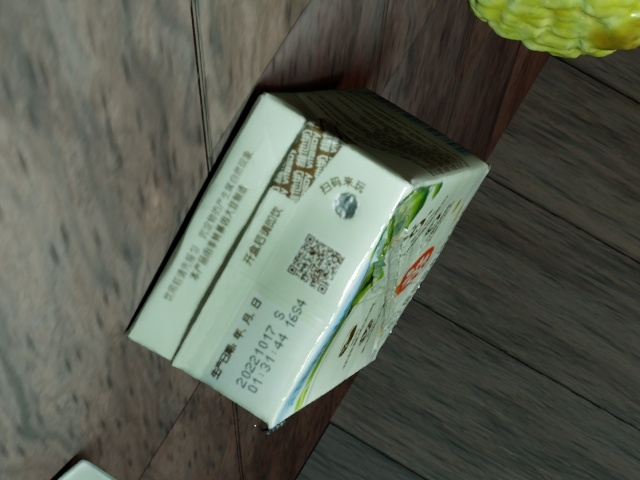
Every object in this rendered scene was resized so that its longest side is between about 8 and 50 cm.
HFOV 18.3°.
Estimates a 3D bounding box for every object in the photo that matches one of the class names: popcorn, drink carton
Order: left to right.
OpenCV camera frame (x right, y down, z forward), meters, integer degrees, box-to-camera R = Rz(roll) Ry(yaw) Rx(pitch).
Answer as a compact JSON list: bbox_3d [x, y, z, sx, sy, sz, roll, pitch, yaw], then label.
[{"bbox_3d":[0.000,0.000,1.429,0.194,0.132,0.324,-61,171,11],"label":"drink carton"},{"bbox_3d":[0.222,-0.247,1.628,0.235,0.216,0.181,48,51,-71],"label":"popcorn"}]

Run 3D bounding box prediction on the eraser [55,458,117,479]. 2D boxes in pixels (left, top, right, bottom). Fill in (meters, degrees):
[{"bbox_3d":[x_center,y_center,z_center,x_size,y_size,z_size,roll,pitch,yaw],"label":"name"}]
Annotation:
[{"bbox_3d":[-0.180,0.268,1.398,0.225,0.095,0.052,-63,168,27],"label":"eraser"}]
